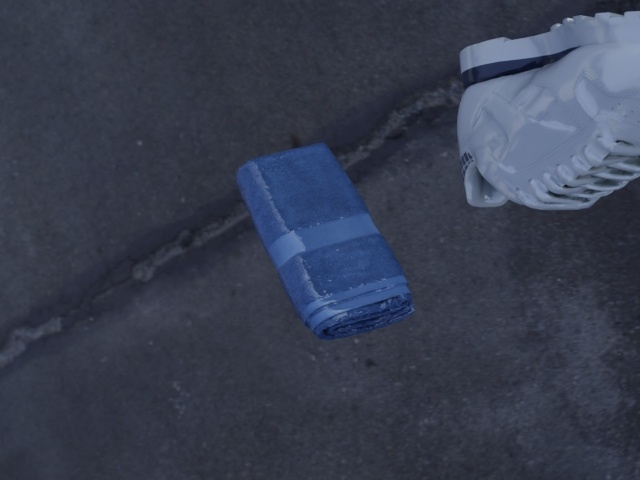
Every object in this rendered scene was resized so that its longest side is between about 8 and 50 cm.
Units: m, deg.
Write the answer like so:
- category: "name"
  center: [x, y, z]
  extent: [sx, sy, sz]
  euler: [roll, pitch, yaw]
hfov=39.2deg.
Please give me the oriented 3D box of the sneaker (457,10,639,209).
- category: "sneaker"
  center: [0.142, -0.060, 0.464]
  extent: [0.235, 0.090, 0.094]
  euler: [-169, 89, -75]

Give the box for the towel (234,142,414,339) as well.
- category: "towel"
  center: [0.000, 0.000, 0.508]
  extent: [0.119, 0.067, 0.029]
  euler: [63, 152, 29]
